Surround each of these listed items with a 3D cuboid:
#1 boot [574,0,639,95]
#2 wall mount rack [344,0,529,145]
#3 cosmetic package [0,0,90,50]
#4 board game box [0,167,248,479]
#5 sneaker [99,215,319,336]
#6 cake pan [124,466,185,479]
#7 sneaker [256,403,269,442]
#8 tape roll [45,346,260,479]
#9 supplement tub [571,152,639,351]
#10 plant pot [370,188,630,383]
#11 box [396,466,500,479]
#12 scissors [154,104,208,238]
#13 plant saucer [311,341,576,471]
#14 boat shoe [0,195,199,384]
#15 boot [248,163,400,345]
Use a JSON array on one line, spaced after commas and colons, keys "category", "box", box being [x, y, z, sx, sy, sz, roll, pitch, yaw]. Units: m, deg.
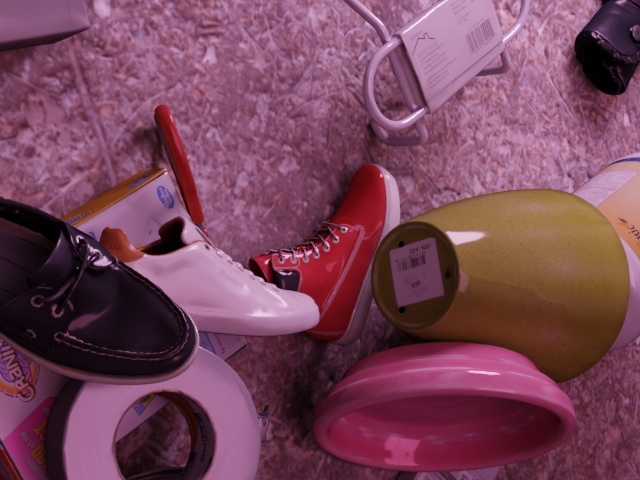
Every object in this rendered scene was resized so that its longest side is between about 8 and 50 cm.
[{"category": "boot", "box": [0.479, -0.382, 1.782, 0.207, 0.094, 0.246, -47, 124, -32]}, {"category": "wall mount rack", "box": [0.120, -0.307, 1.484, 0.350, 0.130, 0.304, -41, 119, -31]}, {"category": "cosmetic package", "box": [-0.365, -0.245, 1.103, 0.238, 0.107, 0.127, -20, 101, -33]}, {"category": "board game box", "box": [-0.255, 0.097, 1.225, 0.316, 0.064, 0.242, -35, 112, -33]}, {"category": "sneaker", "box": [-0.116, 0.040, 1.225, 0.290, 0.106, 0.123, 8, 88, -37]}, {"category": "cake pan", "box": [-0.171, 0.406, 1.258, 0.293, 0.054, 0.293, -3, 99, -22]}, {"category": "sneaker", "box": [-0.091, 0.216, 1.382, 0.069, 0.038, 0.098, -27, 117, -37]}, {"category": "tape roll", "box": [-0.176, 0.216, 1.173, 0.219, 0.072, 0.219, 5, 79, -29]}, {"category": "supplement tub", "box": [0.437, 0.028, 1.677, 0.316, 0.228, 0.228, -34, 112, -33]}, {"category": "plant pot", "box": [0.207, 0.053, 1.436, 0.294, 0.275, 0.274, 6, 87, -47]}, {"category": "box", "box": [0.204, 0.316, 1.620, 0.145, 0.038, 0.186, 47, 65, -30]}, {"category": "scissors", "box": [-0.144, -0.019, 1.293, 0.021, 0.109, 0.297, -19, 107, -11]}, {"category": "plant saucer", "box": [0.154, 0.212, 1.411, 0.332, 0.332, 0.084, 23, 54, -37]}, {"category": "boat shoe", "box": [-0.273, 0.030, 1.065, 0.340, 0.113, 0.127, 29, 60, 5]}, {"category": "boot", "box": [0.000, 0.000, 1.418, 0.176, 0.088, 0.244, 21, 82, -36]}]
